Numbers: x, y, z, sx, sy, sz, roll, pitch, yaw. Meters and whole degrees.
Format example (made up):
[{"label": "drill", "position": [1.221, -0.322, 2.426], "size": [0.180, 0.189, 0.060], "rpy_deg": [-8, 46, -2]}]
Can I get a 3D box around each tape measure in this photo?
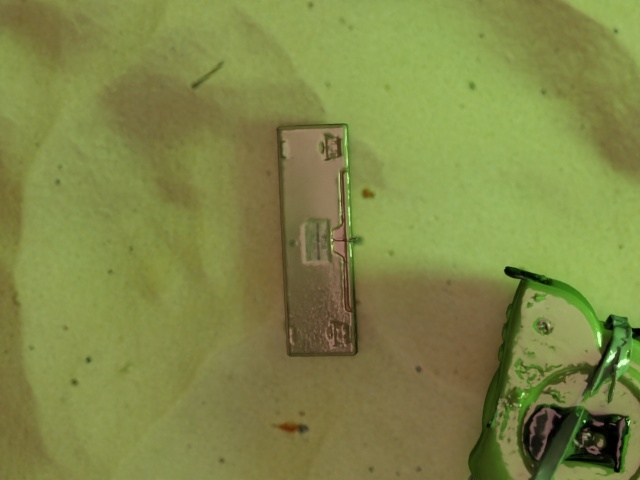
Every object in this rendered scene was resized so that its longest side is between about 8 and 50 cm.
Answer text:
[{"label": "tape measure", "position": [0.178, 0.123, 1.166], "size": [0.154, 0.087, 0.177], "rpy_deg": [15, 99, 5]}]

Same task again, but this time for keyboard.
[{"label": "keyboard", "position": [0.000, 0.000, 1.213], "size": [0.055, 0.017, 0.165], "rpy_deg": [-2, 94, 12]}]
